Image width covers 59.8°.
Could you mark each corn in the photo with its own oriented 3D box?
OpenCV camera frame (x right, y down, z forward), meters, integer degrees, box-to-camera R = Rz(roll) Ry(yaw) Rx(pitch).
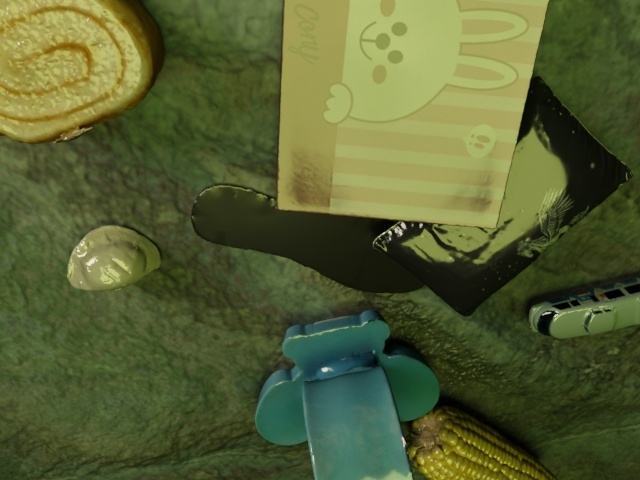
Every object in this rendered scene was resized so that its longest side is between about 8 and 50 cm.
[{"bbox_3d":[0.211,0.287,0.699,0.244,0.093,0.093,36,112,-24],"label":"corn"}]

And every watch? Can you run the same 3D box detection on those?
[{"bbox_3d":[0.034,0.199,0.564,0.211,0.193,0.211,-4,124,-6],"label":"watch"}]

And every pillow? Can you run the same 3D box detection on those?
[{"bbox_3d":[0.166,-0.027,0.517,0.141,0.055,0.208,37,111,-19],"label":"pillow"}]

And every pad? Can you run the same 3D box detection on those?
[{"bbox_3d":[0.068,-0.150,0.427,0.202,0.005,0.300,5,117,0],"label":"pad"}]

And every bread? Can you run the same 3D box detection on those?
[{"bbox_3d":[-0.196,-0.135,0.397,0.149,0.073,0.122,-22,120,7],"label":"bread"}]

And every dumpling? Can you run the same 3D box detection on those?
[{"bbox_3d":[-0.193,0.015,0.514,0.077,0.043,0.059,-9,101,3],"label":"dumpling"}]

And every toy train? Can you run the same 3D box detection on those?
[{"bbox_3d":[0.330,0.067,0.602,0.207,0.047,0.043,-14,121,1],"label":"toy train"}]

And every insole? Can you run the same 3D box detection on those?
[{"bbox_3d":[0.000,0.000,0.546,0.253,0.005,0.086,17,118,-17],"label":"insole"}]

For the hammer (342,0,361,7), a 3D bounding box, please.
[{"bbox_3d":[0.135,-0.259,0.387,0.292,0.029,0.058,-35,117,17],"label":"hammer"}]
